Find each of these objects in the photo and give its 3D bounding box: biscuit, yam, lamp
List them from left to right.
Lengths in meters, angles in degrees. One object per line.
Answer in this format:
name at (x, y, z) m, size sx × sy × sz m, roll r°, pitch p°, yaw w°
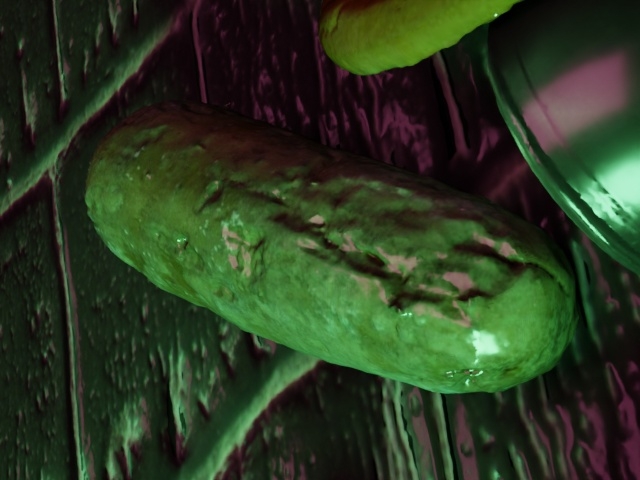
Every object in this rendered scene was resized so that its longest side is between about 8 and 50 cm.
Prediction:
yam at (0.000, 0.000, 0.581) m, size 0.330 × 0.133 × 0.133 m, roll 19°, pitch 97°, yaw 44°
biscuit at (0.093, -0.179, 0.472) m, size 0.262 × 0.037 × 0.262 m, roll -39°, pitch 22°, yaw 20°
lamp at (0.190, -0.094, 0.357) m, size 0.227 × 0.147 × 0.172 m, roll -38°, pitch 22°, yaw 37°
